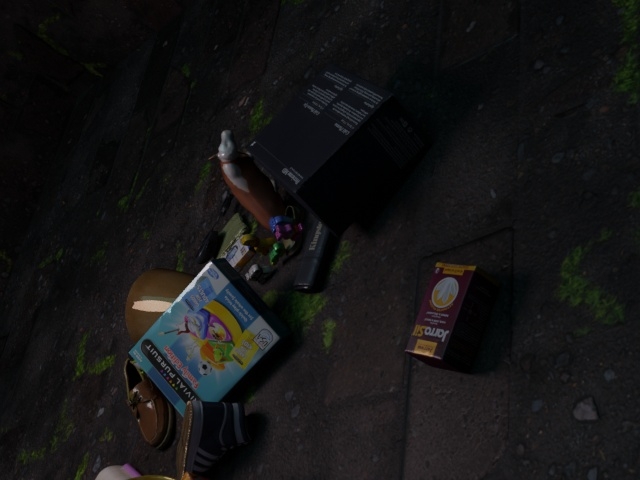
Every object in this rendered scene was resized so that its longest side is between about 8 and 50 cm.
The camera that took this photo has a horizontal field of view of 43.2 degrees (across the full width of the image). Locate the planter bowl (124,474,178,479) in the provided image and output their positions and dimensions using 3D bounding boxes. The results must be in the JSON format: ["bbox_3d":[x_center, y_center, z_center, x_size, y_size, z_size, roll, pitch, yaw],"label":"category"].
[{"bbox_3d":[-0.419,0.652,1.920,0.217,0.217,0.090,19,116,56],"label":"planter bowl"}]

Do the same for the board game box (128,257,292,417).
[{"bbox_3d":[-0.272,0.249,1.969,0.254,0.079,0.336,46,107,12],"label":"board game box"}]

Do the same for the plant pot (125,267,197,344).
[{"bbox_3d":[-0.340,0.190,2.132,0.254,0.237,0.237,-2,62,36],"label":"plant pot"}]

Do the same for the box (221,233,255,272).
[{"bbox_3d":[-0.232,0.046,2.259,0.136,0.028,0.081,-46,35,14],"label":"box"}]

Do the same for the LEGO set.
[{"bbox_3d":[-0.144,0.007,2.057,0.227,0.093,0.087,-52,44,35],"label":"LEGO set"}]

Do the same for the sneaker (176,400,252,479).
[{"bbox_3d":[-0.250,0.482,1.891,0.099,0.153,0.282,-114,31,-48],"label":"sneaker"}]

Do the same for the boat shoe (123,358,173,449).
[{"bbox_3d":[-0.480,0.438,2.195,0.110,0.104,0.307,-50,35,13],"label":"boat shoe"}]

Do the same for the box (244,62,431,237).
[{"bbox_3d":[0.032,-0.228,1.951,0.312,0.179,0.343,-44,34,-1],"label":"box"}]

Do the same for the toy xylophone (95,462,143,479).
[{"bbox_3d":[-0.555,0.742,2.072,0.236,0.081,0.322,29,88,53],"label":"toy xylophone"}]

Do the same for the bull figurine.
[{"bbox_3d":[-0.188,-0.159,2.136,0.101,0.310,0.188,-28,22,9],"label":"bull figurine"}]

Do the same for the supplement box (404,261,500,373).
[{"bbox_3d":[0.247,0.143,1.515,0.104,0.081,0.188,4,67,53],"label":"supplement box"}]

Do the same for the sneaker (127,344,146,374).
[{"bbox_3d":[-0.457,0.302,2.275,0.084,0.097,0.234,-28,11,30],"label":"sneaker"}]

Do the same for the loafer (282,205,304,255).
[{"bbox_3d":[-0.078,-0.027,2.096,0.056,0.050,0.148,-27,44,38],"label":"loafer"}]

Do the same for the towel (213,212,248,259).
[{"bbox_3d":[-0.265,-0.003,2.340,0.148,0.027,0.110,-52,33,12],"label":"towel"}]

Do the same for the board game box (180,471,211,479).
[{"bbox_3d":[-0.109,0.663,1.313,0.356,0.356,0.356,-59,34,-2],"label":"board game box"}]

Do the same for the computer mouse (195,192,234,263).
[{"bbox_3d":[-0.299,-0.033,2.358,0.071,0.041,0.242,-30,34,64],"label":"computer mouse"}]

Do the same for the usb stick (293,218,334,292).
[{"bbox_3d":[0.000,0.000,1.978,0.077,0.045,0.278,-8,57,50],"label":"usb stick"}]
